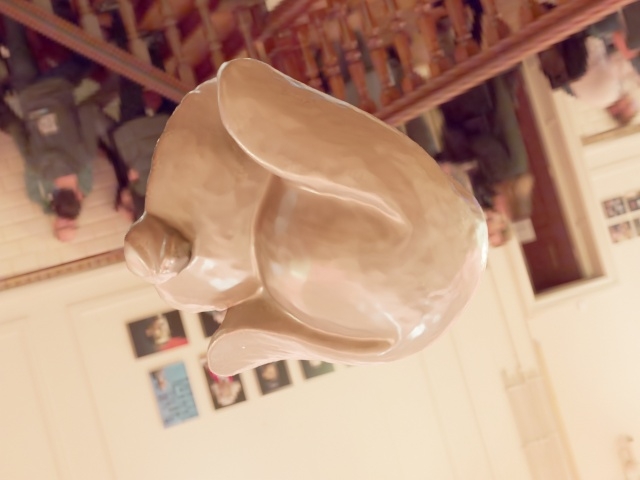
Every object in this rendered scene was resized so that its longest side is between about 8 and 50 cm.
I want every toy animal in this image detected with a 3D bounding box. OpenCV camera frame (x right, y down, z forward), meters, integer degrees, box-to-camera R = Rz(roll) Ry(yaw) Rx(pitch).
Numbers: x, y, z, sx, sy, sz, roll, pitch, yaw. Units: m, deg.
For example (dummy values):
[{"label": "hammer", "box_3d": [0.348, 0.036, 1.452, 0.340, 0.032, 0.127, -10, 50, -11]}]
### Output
[{"label": "toy animal", "box_3d": [0.000, 0.000, 0.801, 0.265, 0.271, 0.206, 16, -157, 22]}]
